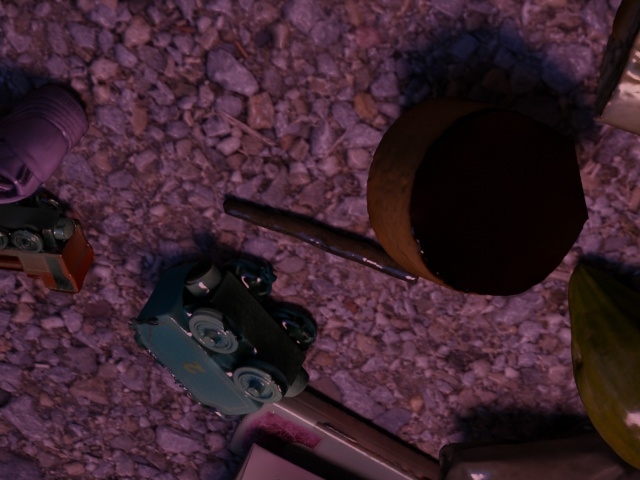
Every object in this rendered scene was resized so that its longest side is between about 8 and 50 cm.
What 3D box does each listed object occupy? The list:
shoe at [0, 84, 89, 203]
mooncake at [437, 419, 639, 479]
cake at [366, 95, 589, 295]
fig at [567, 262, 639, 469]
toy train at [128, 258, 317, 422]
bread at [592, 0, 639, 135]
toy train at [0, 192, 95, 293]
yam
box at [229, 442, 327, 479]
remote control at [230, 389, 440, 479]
[{"bbox_3d":[-0.372,-0.082,2.025,0.245,0.137,0.095,-18,119,38],"label":"shoe"},{"bbox_3d":[0.272,0.336,2.112,0.250,0.136,0.254,-8,129,16],"label":"mooncake"},{"bbox_3d":[0.139,-0.047,1.799,0.207,0.185,0.178,14,-175,-18],"label":"cake"},{"bbox_3d":[0.341,0.146,1.893,0.233,0.167,0.167,34,138,-20],"label":"fig"},{"bbox_3d":[-0.110,0.113,2.119,0.163,0.112,0.203,-13,125,43],"label":"toy train"},{"bbox_3d":[0.423,-0.177,1.490,0.341,0.210,0.300,21,149,5],"label":"bread"},{"bbox_3d":[-0.365,0.000,2.156,0.176,0.074,0.118,4,138,20],"label":"toy train"},{"bbox_3d":[0.000,0.000,2.006,0.234,0.029,0.027,19,149,8],"label":"yam"},{"bbox_3d":[-0.042,0.380,2.303,0.200,0.106,0.299,27,155,-1],"label":"box"},{"bbox_3d":[0.057,0.291,2.258,0.344,0.050,0.145,30,138,-7],"label":"remote control"}]
